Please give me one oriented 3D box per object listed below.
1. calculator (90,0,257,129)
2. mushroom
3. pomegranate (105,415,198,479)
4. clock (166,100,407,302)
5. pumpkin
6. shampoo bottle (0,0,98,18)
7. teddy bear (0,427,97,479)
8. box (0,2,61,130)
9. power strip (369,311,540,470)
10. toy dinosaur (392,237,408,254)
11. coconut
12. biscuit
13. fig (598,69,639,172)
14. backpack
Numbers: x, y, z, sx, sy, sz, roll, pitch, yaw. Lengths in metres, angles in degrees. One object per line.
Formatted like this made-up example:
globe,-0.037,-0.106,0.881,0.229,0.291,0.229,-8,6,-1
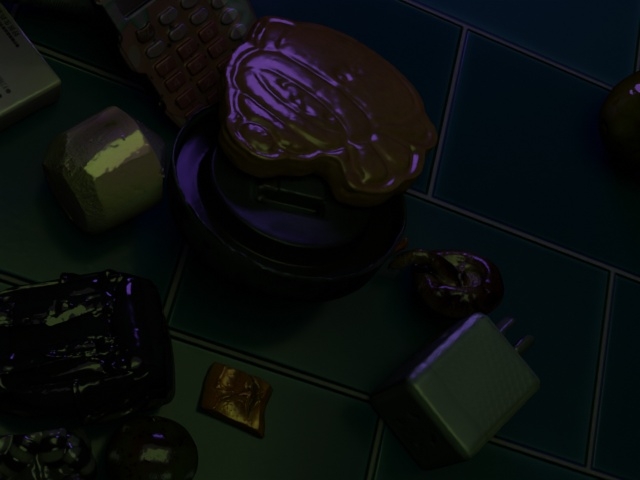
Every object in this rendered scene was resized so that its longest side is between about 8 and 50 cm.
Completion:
calculator,-0.197,-0.306,1.414,0.220,0.048,0.329,-44,118,-26
mushroom,0.180,0.059,1.456,0.170,0.080,0.135,20,28,-6
pomegranate,-0.209,0.285,1.232,0.114,0.114,0.142,1,96,-20
clock,-0.045,-0.061,1.329,0.325,0.067,0.325,14,47,-15
pumpkin,-0.107,0.210,1.330,0.101,0.035,0.073,24,68,-13
shampoo bottle,-0.319,-0.356,1.417,0.262,0.085,0.085,6,69,-25
teddy bear,-0.299,0.323,1.150,0.171,0.144,0.251,-20,78,-15
box,-0.537,-0.286,1.334,0.214,0.069,0.353,-37,85,-27
power strip,0.203,0.192,1.393,0.224,0.140,0.139,-38,87,-28
toy dinosaur,-0.001,-0.005,1.425,0.279,0.101,0.055,0,46,-12
coconut,-0.272,-0.094,1.318,0.153,0.147,0.147,-31,84,-22
biscuit,0.010,-0.182,1.379,0.312,0.057,0.351,29,43,0
fig,0.555,-0.206,1.654,0.181,0.181,0.191,38,37,-4
backpack,-0.308,0.129,1.227,0.258,0.133,0.206,-5,55,-13
